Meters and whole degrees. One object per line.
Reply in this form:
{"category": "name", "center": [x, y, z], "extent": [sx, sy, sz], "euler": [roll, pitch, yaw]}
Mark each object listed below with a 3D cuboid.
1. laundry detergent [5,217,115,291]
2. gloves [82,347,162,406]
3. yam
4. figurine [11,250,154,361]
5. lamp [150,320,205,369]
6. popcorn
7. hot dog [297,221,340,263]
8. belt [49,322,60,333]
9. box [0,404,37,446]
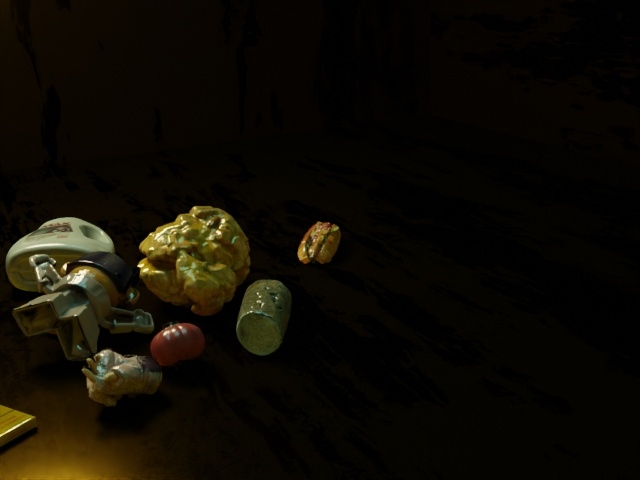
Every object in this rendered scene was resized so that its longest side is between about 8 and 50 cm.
{"category": "laundry detergent", "center": [-0.679, 0.016, 2.302], "extent": [0.264, 0.124, 0.398], "euler": [-6, 16, -7]}
{"category": "gloves", "center": [-0.364, 0.251, 1.567], "extent": [0.144, 0.094, 0.110], "euler": [12, 26, -13]}
{"category": "yam", "center": [-0.119, 0.160, 1.792], "extent": [0.107, 0.107, 0.194], "euler": [-2, 19, 3]}
{"category": "figurine", "center": [-0.496, 0.121, 1.834], "extent": [0.143, 0.308, 0.308], "euler": [-40, -5, 33]}
{"category": "lamp", "center": [-0.281, 0.207, 1.687], "extent": [0.107, 0.092, 0.107], "euler": [-21, -10, -4]}
{"category": "popcorn", "center": [-0.295, 0.049, 1.998], "extent": [0.265, 0.225, 0.332], "euler": [0, 29, -7]}
{"category": "hot dog", "center": [0.000, 0.000, 2.317], "extent": [0.104, 0.076, 0.250], "euler": [2, 16, 12]}
{"category": "belt", "center": [-0.565, 0.187, 1.887], "extent": [0.083, 0.036, 0.059], "euler": [1, 12, 10]}
{"category": "box", "center": [-0.584, 0.319, 1.501], "extent": [0.155, 0.023, 0.087], "euler": [9, 24, 31]}
